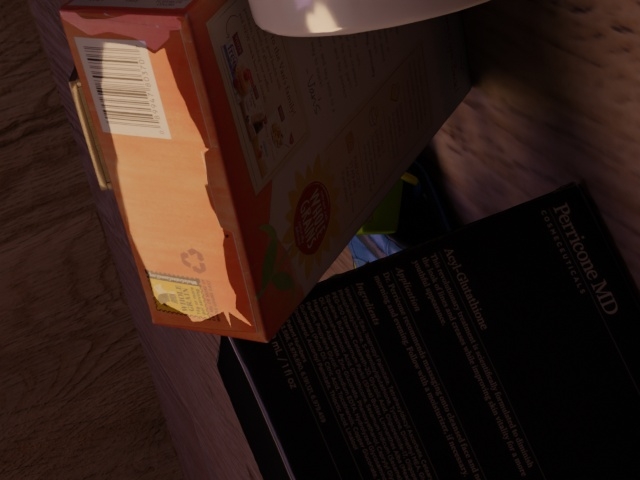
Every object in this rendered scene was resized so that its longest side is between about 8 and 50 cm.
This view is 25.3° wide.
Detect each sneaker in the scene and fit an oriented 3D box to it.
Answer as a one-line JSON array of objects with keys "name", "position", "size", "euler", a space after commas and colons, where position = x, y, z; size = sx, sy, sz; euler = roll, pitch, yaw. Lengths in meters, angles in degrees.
[{"name": "sneaker", "position": [0.028, -0.051, 0.887], "size": [0.209, 0.069, 0.082], "euler": [61, 156, 27]}]

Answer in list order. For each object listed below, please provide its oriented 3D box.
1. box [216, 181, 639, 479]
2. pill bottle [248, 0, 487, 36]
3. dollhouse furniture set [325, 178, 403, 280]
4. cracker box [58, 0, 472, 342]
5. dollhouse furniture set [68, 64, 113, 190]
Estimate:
[{"name": "box", "position": [0.085, 0.131, 0.660], "size": [0.103, 0.184, 0.261], "euler": [106, 141, -72]}, {"name": "pill bottle", "position": [-0.003, -0.240, 0.461], "size": [0.181, 0.182, 0.322], "euler": [-139, 30, -64]}, {"name": "dollhouse furniture set", "position": [0.000, 0.000, 0.771], "size": [0.076, 0.059, 0.151], "euler": [165, 113, -67]}, {"name": "cracker box", "position": [-0.010, -0.085, 0.652], "size": [0.067, 0.232, 0.155], "euler": [8, 127, 29]}, {"name": "dollhouse furniture set", "position": [-0.102, -0.153, 1.192], "size": [0.242, 0.161, 0.212], "euler": [-89, -12, -59]}]
